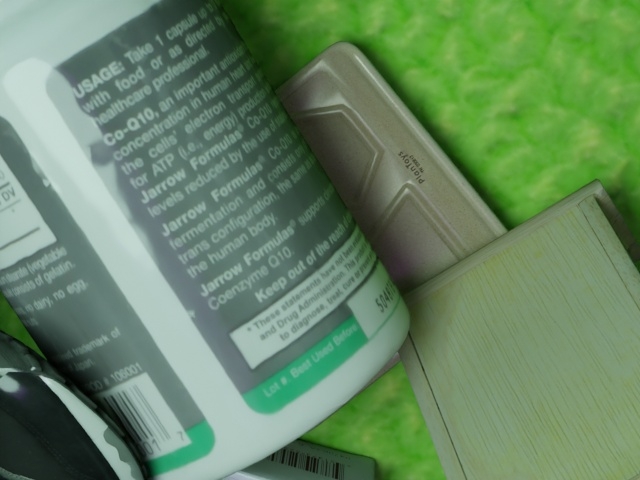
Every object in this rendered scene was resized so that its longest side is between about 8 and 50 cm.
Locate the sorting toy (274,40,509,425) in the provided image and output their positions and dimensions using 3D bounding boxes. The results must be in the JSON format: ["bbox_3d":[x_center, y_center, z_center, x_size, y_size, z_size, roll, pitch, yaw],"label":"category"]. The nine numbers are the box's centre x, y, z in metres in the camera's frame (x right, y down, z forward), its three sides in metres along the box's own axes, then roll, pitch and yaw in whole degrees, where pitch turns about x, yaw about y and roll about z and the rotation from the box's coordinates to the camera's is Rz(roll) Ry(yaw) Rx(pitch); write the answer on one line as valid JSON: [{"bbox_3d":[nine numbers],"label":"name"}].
[{"bbox_3d":[0.000,0.000,1.179,0.208,0.038,0.193,-38,97,14],"label":"sorting toy"}]

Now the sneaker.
[{"bbox_3d":[-0.165,0.176,1.028,0.124,0.107,0.283,-42,140,-24],"label":"sneaker"}]

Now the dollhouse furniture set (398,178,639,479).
[{"bbox_3d":[0.224,0.201,1.140,0.362,0.256,0.394,-31,124,9],"label":"dollhouse furniture set"}]

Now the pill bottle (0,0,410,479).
[{"bbox_3d":[-0.119,-0.047,1.053,0.204,0.204,0.361,-30,100,8],"label":"pill bottle"}]

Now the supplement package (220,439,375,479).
[{"bbox_3d":[-0.036,0.229,1.189,0.105,0.105,0.179,16,101,-2],"label":"supplement package"}]
